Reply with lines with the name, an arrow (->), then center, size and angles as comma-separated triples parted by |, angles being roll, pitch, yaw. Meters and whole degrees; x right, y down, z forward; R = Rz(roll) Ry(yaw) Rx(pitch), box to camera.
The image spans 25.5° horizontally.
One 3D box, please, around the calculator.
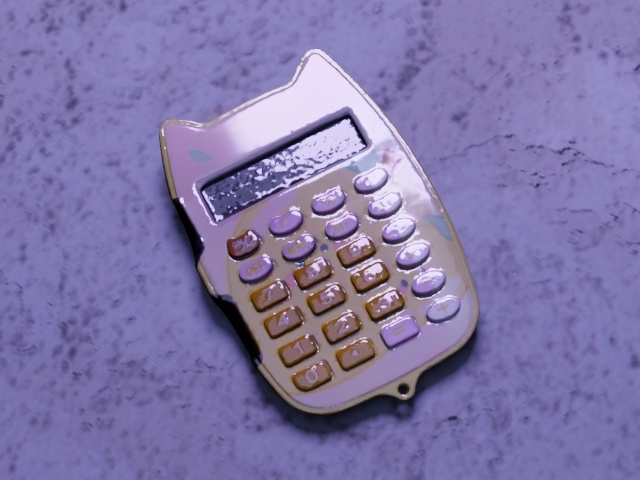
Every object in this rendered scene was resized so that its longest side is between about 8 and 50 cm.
calculator -> 0.000, 0.000, 0.896 | 0.157, 0.033, 0.236 | -26, 69, -5
